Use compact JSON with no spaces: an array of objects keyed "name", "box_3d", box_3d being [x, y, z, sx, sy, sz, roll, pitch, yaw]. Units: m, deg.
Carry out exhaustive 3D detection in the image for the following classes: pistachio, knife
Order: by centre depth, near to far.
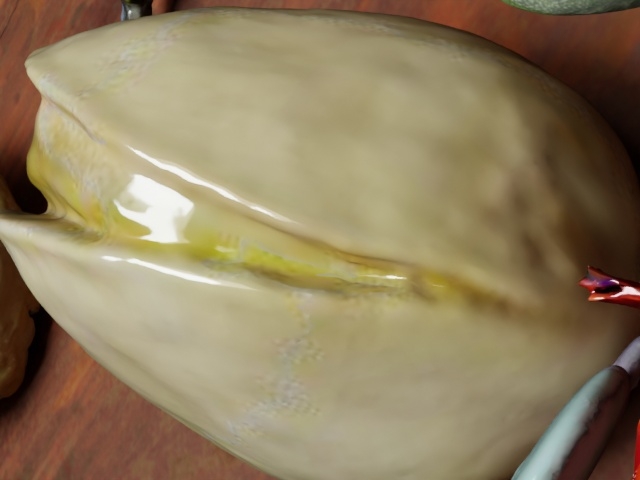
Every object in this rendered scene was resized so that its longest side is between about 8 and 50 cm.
[{"name":"knife","box_3d":[0.041,0.199,0.566,0.038,0.132,0.399,34,125,19]},{"name":"pistachio","box_3d":[0.000,0.000,0.606,0.321,0.238,0.229,18,92,16]}]

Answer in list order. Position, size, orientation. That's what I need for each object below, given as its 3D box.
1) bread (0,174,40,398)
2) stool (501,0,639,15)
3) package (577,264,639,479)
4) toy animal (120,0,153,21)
[{"name":"bread","box_3d":[-0.307,0.035,0.999,0.244,0.134,0.244,-9,77,42]},{"name":"stool","box_3d":[0.153,-0.268,0.413,0.310,0.226,0.310,-15,66,6]},{"name":"package","box_3d":[0.171,0.223,0.409,0.123,0.196,0.424,-10,74,39]},{"name":"toy animal","box_3d":[-0.140,-0.107,0.895,0.105,0.070,0.202,-169,85,-66]}]
